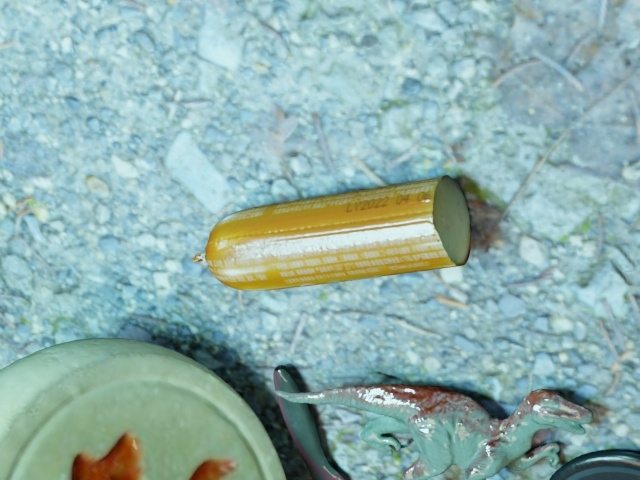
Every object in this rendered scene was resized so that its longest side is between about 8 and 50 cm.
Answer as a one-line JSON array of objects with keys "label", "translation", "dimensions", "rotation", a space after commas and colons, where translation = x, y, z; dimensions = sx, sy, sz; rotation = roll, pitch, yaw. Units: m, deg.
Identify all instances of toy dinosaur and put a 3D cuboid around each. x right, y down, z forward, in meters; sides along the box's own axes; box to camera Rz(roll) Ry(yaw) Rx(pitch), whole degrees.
[{"label": "toy dinosaur", "translation": [0.086, 0.148, 1.222], "dimensions": [0.242, 0.053, 0.167], "rotation": [27, 126, 6]}]

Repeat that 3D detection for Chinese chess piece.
[{"label": "Chinese chess piece", "translation": [-0.182, 0.251, 1.231], "dimensions": [0.140, 0.338, 0.338], "rotation": [-10, 118, 50]}]

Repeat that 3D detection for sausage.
[{"label": "sausage", "translation": [0.000, 0.000, 1.153], "dimensions": [0.234, 0.071, 0.071], "rotation": [-8, 117, 28]}]

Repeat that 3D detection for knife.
[{"label": "knife", "translation": [0.007, 0.212, 1.323], "dimensions": [0.035, 0.018, 0.247], "rotation": [-9, 119, 25]}]

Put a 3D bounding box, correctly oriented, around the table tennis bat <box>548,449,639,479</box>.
[{"label": "table tennis bat", "translation": [0.297, 0.255, 1.217], "dimensions": [0.236, 0.027, 0.150], "rotation": [26, 127, 10]}]
